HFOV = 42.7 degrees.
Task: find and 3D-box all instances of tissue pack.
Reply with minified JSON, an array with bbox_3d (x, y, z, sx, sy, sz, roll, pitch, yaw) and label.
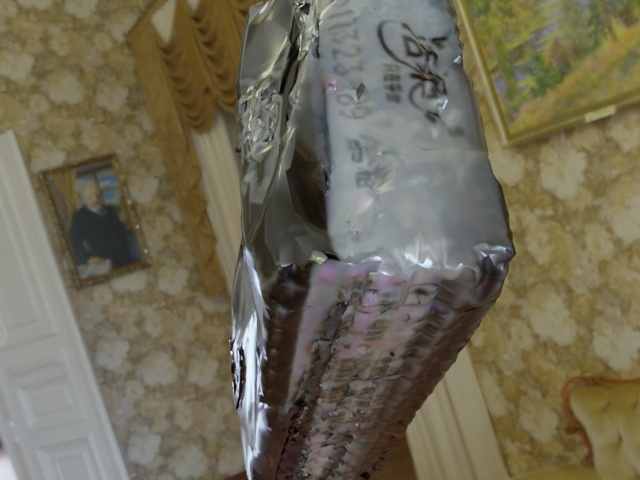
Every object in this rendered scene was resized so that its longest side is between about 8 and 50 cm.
[{"bbox_3d":[0.000,0.000,0.510,0.123,0.245,0.332,-1,-33,-11],"label":"tissue pack"}]
